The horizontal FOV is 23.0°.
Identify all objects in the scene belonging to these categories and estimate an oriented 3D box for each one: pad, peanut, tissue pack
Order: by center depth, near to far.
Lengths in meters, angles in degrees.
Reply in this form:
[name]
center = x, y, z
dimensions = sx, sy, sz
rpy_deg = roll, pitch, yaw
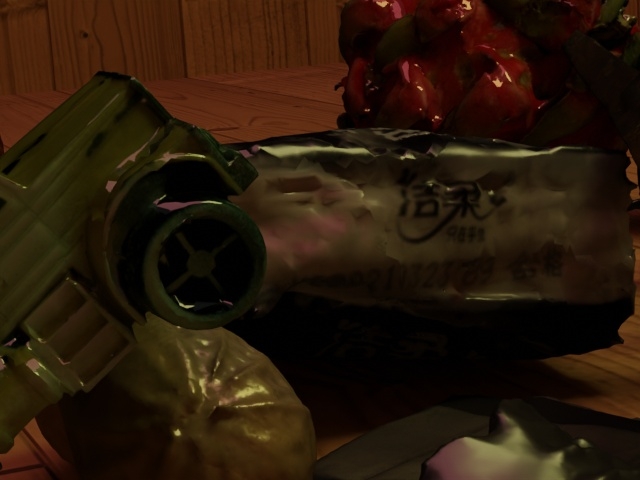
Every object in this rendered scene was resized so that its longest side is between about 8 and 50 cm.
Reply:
[pad]
center = 0.110, 0.098, 0.664
dimensions = 0.233, 0.022, 0.174
rpy_deg = 4, 13, 38
[peanut]
center = -0.074, 0.071, 0.674
dimensions = 0.098, 0.090, 0.214
rpy_deg = 25, -4, -24
[tissue pack]
center = 0.000, 0.000, 0.897
dimensions = 0.245, 0.123, 0.332
rpy_deg = -2, 2, -20

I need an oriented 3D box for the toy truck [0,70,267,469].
[toy truck]
center = -0.146, 0.034, 0.544
dimensions = 0.259, 0.135, 0.128
rpy_deg = -41, 22, -11

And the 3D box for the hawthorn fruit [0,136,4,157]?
[hawthorn fruit]
center = -0.360, -0.081, 1.351
dimensions = 0.185, 0.185, 0.202
rpy_deg = -5, 7, -5

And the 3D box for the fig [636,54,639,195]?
[fig]
center = 0.321, -0.095, 1.196
dimensions = 0.195, 0.245, 0.195
rpy_deg = 25, 30, -16

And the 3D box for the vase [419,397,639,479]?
[vase]
center = 0.136, 0.115, 0.378
dimensions = 0.237, 0.116, 0.115
rpy_deg = 9, 16, 35

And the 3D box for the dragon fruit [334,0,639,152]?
[dragon fruit]
center = 0.141, -0.139, 1.304
dimensions = 0.237, 0.231, 0.302
rpy_deg = -13, 3, -36

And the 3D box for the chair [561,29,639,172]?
[chair]
center = 0.284, -0.094, 0.789
dimensions = 0.203, 0.241, 0.416
rpy_deg = 37, 16, -9

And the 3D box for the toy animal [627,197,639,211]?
[toy animal]
center = 0.246, -0.018, 1.063
dimensions = 0.252, 0.079, 0.070
rpy_deg = -9, 11, -24
